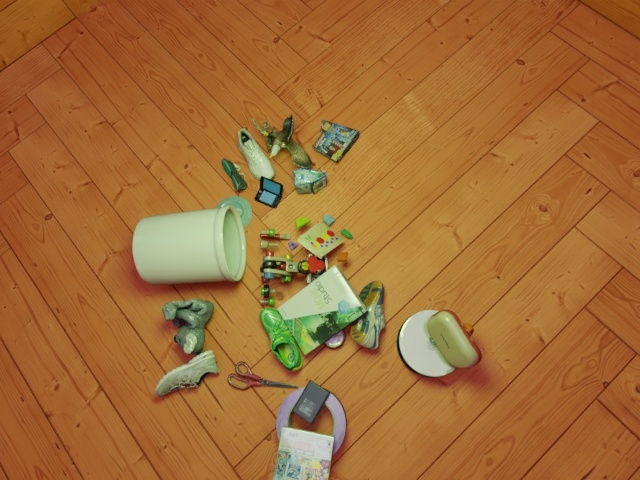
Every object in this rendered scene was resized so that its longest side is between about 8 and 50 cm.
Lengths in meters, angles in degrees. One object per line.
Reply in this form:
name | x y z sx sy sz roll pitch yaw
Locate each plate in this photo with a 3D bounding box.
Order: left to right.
plate | -0.420 -0.129 2.002 0.187 0.024 0.188 -2 72 6

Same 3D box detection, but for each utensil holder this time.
utensil holder | -0.550 0.030 1.814 0.384 0.328 0.328 -6 72 7

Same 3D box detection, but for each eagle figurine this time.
eagle figurine | -0.161 -0.463 1.966 0.298 0.226 0.226 14 96 41

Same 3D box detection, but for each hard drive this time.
hard drive | -0.036 0.626 1.635 0.094 0.022 0.135 30 78 14

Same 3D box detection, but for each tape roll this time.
tape roll | -0.034 0.722 1.664 0.274 0.090 0.275 -2 72 6

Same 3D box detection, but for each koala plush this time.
koala plush | -0.543 0.374 1.775 0.203 0.196 0.222 -8 68 -8

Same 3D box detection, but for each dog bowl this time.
dog bowl | 0.445 0.417 1.705 0.264 0.104 0.265 -1 73 5

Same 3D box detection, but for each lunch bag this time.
lunch bag | -0.045 -0.274 1.956 0.151 0.129 0.097 -7 77 1

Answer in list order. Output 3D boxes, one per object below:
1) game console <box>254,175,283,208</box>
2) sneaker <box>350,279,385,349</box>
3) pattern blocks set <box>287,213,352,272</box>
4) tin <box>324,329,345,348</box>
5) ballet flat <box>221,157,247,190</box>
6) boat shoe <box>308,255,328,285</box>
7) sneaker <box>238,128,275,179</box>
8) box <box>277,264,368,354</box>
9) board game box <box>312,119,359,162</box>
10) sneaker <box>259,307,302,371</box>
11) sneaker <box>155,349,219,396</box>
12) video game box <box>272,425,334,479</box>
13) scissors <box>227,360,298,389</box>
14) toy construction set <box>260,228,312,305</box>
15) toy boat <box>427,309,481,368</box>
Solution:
game console | -0.247 -0.227 1.991 0.122 0.071 0.107 23 76 13
sneaker | 0.217 0.314 1.771 0.111 0.131 0.297 -14 44 46
pattern blocks set | 0.000 0.000 1.827 0.324 0.026 0.285 -23 61 -41
tin | 0.019 0.384 1.794 0.189 0.040 0.106 32 82 14
ballet flat | -0.413 -0.324 2.045 0.074 0.074 0.203 -31 66 -4
boat shoe | -0.011 0.171 1.836 0.095 0.084 0.259 -2 72 5
sneaker | -0.323 -0.410 2.026 0.111 0.129 0.297 -35 74 -8
box | 0.004 0.288 1.744 0.322 0.058 0.232 -39 72 13
board game box | 0.056 -0.494 2.052 0.194 0.060 0.194 34 79 15
sneaker | -0.163 0.404 1.757 0.109 0.123 0.296 -31 72 -4
sneaker | -0.554 0.576 1.751 0.281 0.105 0.115 -32 72 -5
video game box | -0.059 0.811 1.567 0.204 0.048 0.187 8 72 8
scissors | -0.245 0.603 1.761 0.296 0.021 0.109 20 73 10
toy construction set | -0.141 0.089 1.831 0.236 0.258 0.309 0 56 -11
toy boat | 0.528 0.365 1.602 0.151 0.151 0.231 -18 69 -31
